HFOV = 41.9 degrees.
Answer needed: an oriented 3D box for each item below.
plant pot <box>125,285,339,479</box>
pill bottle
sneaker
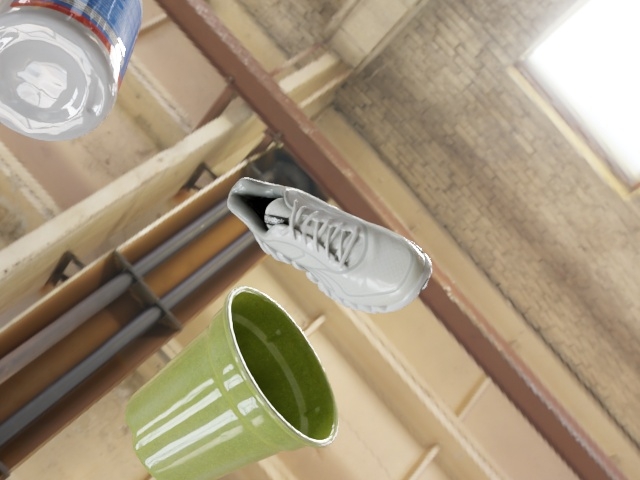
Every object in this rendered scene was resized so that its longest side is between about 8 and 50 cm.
[{"bbox_3d":[-0.152,0.254,1.306,0.276,0.254,0.276,49,-163,-21],"label":"plant pot"},{"bbox_3d":[-0.231,-0.200,0.771,0.124,0.124,0.221,26,-144,-20],"label":"pill bottle"},{"bbox_3d":[0.000,0.000,1.014,0.110,0.292,0.118,-61,-37,-8],"label":"sneaker"}]
